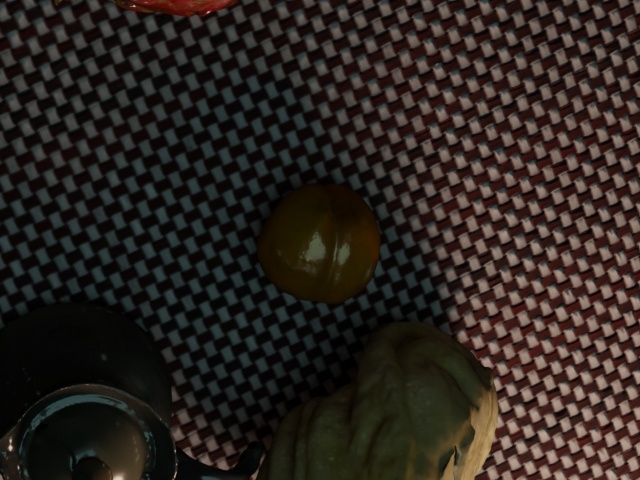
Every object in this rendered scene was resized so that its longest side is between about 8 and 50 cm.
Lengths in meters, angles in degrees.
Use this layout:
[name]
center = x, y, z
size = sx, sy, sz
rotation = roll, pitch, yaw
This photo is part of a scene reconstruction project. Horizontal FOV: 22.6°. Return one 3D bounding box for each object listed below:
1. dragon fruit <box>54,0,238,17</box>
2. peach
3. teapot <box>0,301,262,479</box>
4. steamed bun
[dragon fruit]
center = -0.205, -0.319, 1.664
size = 0.212, 0.134, 0.262
rotation = -30, 109, -1
[peach]
center = 0.000, 0.000, 1.800
size = 0.138, 0.138, 0.138
rotation = -3, 106, -12
[teapot]
center = -0.231, 0.231, 1.725
size = 0.223, 0.285, 0.305
rotation = -46, 109, 2
[steamed bun]
center = 0.056, 0.274, 1.815
size = 0.230, 0.325, 0.372
rotation = 19, 94, 17
